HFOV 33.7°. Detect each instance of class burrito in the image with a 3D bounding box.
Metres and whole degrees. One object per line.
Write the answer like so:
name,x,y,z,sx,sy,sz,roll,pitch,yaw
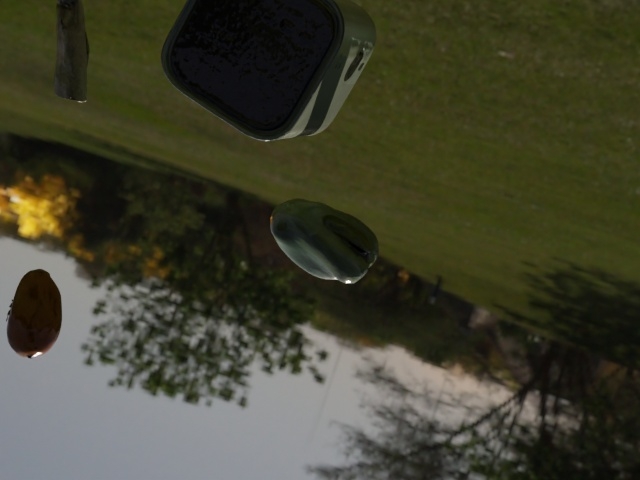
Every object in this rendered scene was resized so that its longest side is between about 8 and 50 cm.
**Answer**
burrito,-0.489,-0.377,2.077,0.060,0.226,0.087,2,175,-40

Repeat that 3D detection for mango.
mango,-0.516,0.132,1.902,0.105,0.159,0.084,3,-176,37

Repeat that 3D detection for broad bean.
broad bean,0.000,0.000,1.883,0.228,0.100,0.169,-2,127,45

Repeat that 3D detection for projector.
projector,-0.077,-0.313,1.715,0.248,0.248,0.249,33,-165,8
